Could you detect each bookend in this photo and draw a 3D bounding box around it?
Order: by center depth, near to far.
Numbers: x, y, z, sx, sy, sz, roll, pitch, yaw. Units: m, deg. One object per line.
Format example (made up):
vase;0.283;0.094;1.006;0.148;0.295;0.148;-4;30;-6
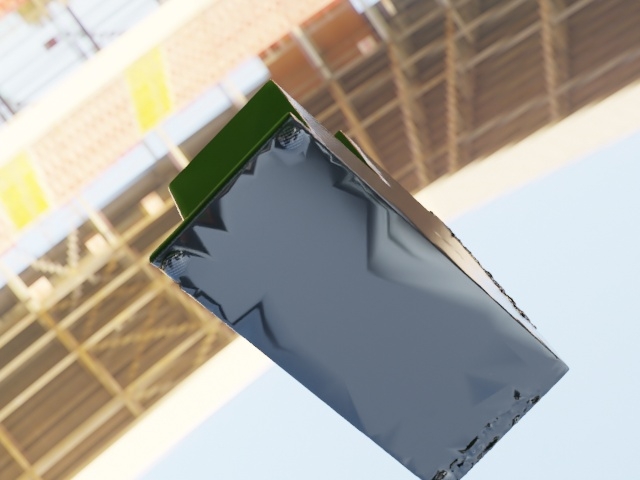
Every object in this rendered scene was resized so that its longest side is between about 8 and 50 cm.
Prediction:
bookend;0.000;0.000;0.663;0.072;0.157;0.156;-46;-153;6
